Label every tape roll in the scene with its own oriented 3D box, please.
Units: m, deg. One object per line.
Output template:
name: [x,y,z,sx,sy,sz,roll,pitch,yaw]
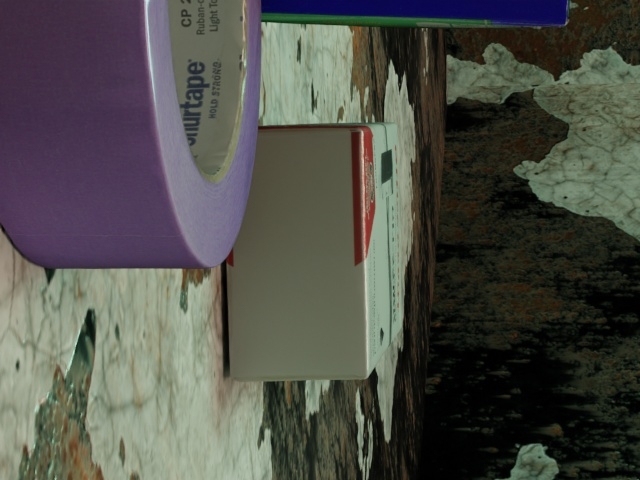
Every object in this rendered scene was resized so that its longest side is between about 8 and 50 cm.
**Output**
tape roll: [-0.097,-0.123,0.846,0.275,0.090,0.275,0,90,-82]

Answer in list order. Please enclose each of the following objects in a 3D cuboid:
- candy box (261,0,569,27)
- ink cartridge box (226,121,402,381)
candy box: [0.036,-0.206,1.131,0.317,0.268,0.122,-49,141,-77]
ink cartridge box: [0.000,0.000,1.400,0.273,0.114,0.197,-34,123,-81]
